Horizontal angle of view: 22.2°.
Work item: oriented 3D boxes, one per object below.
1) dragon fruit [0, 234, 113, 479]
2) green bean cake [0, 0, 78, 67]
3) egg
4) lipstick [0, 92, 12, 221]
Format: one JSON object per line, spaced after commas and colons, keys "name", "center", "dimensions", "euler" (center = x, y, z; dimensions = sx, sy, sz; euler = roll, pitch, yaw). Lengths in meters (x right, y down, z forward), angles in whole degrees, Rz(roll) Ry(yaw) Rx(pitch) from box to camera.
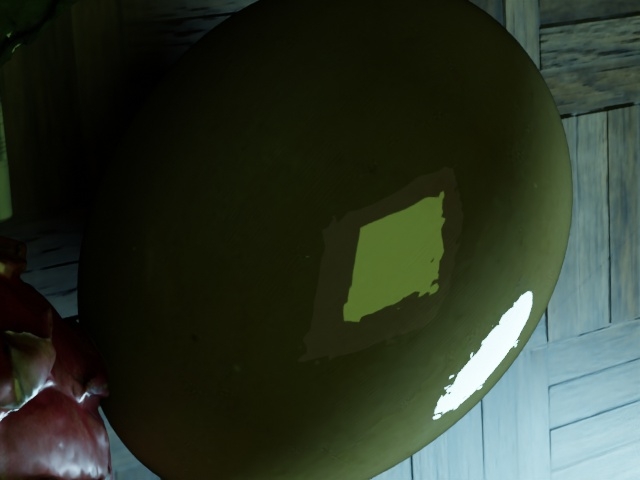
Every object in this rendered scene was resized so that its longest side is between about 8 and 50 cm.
{"name": "dragon fruit", "center": [-0.258, 0.116, 0.936], "dimensions": [0.277, 0.277, 0.342], "euler": [-39, 115, -25]}
{"name": "green bean cake", "center": [-0.269, -0.178, 0.874], "dimensions": [0.241, 0.132, 0.255], "euler": [-35, 143, 19]}
{"name": "egg", "center": [0.000, 0.000, 1.086], "dimensions": [0.374, 0.301, 0.301], "euler": [-50, 124, -5]}
{"name": "lipstick", "center": [-0.226, -0.082, 1.063], "dimensions": [0.040, 0.040, 0.141], "euler": [-11, 105, -35]}
